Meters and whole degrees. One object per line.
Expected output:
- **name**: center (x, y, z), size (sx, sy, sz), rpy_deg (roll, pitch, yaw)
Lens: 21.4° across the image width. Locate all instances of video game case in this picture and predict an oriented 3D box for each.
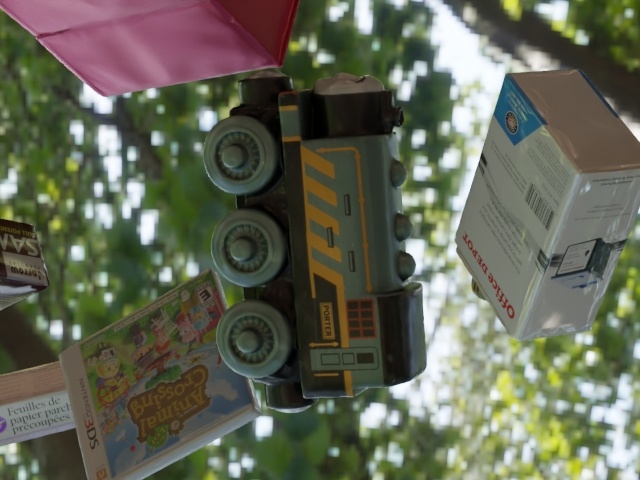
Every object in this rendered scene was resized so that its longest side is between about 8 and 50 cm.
- **video game case**: center (-0.181, 0.157, 1.869), size (0.212, 0.023, 0.193), rpy_deg (-29, -125, 13)

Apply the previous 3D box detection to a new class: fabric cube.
- **fabric cube**: center (-0.179, -0.337, 1.827), size (0.258, 0.259, 0.254), rpy_deg (-6, -123, 35)

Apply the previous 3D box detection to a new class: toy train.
- **toy train**: center (0.000, 0.000, 1.630), size (0.190, 0.334, 0.142), rpy_deg (-3, -176, 19)

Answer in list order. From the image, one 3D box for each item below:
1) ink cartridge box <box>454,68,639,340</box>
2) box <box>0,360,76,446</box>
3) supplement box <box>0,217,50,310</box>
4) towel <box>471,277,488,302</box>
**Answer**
- **ink cartridge box**: center (0.195, -0.030, 1.450), size (0.082, 0.191, 0.140), rpy_deg (-7, -136, -22)
- **box**: center (-0.264, 0.177, 2.081), size (0.324, 0.063, 0.067), rpy_deg (-14, -147, -9)
- **supplement box**: center (-0.401, 0.053, 1.660), size (0.239, 0.073, 0.130), rpy_deg (-25, 162, 23)
- **towel**: center (0.260, 0.044, 2.459), size (0.027, 0.110, 0.148), rpy_deg (1, 163, 35)
